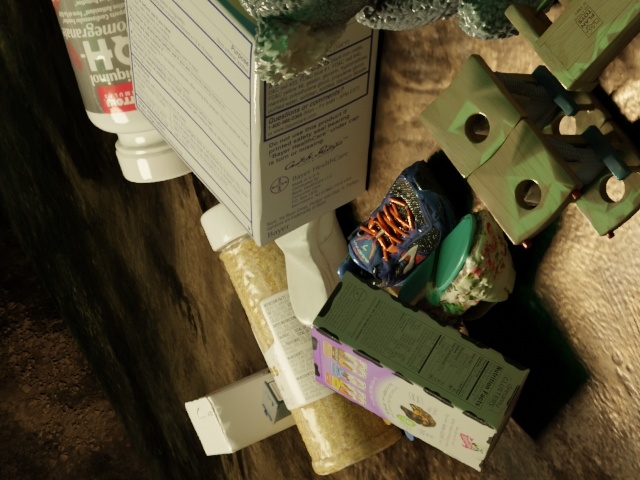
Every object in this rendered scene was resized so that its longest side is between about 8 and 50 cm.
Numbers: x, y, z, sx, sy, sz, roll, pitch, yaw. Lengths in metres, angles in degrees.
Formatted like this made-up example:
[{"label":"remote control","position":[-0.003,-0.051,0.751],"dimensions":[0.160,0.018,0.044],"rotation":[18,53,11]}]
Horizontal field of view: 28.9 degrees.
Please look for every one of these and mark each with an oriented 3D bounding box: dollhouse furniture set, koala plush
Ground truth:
[{"label":"dollhouse furniture set","position":[0.194,-0.102,0.865],"dimensions":[0.183,0.129,0.129],"rotation":[-50,62,33]},{"label":"koala plush","position":[0.026,-0.221,0.952],"dimensions":[0.203,0.221,0.196],"rotation":[8,119,66]}]

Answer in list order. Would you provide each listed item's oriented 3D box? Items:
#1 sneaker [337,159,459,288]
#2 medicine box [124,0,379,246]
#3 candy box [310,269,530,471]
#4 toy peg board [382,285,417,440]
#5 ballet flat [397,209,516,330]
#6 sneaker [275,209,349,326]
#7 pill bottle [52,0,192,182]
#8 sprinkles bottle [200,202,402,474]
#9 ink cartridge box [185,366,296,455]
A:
[{"label":"sneaker","position":[0.075,-0.001,1.241],"dimensions":[0.083,0.087,0.221],"rotation":[58,157,20]},{"label":"medicine box","position":[-0.077,-0.193,1.296],"dimensions":[0.263,0.149,0.289],"rotation":[47,151,31]},{"label":"candy box","position":[0.092,0.130,1.200],"dimensions":[0.196,0.070,0.165],"rotation":[28,160,12]},{"label":"toy peg board","position":[0.080,0.145,1.385],"dimensions":[0.160,0.079,0.161],"rotation":[48,152,40]},{"label":"ballet flat","position":[0.137,0.034,1.156],"dimensions":[0.241,0.077,0.091],"rotation":[127,161,-70]},{"label":"sneaker","position":[0.000,0.000,1.445],"dimensions":[0.080,0.094,0.212],"rotation":[-18,73,37]},{"label":"pill bottle","position":[-0.234,-0.245,1.599],"dimensions":[0.176,0.176,0.318],"rotation":[27,136,58]},{"label":"sprinkles bottle","position":[-0.023,0.105,1.530],"dimensions":[0.355,0.121,0.121],"rotation":[65,158,3]},{"label":"ink cartridge box","position":[-0.066,0.209,1.636],"dimensions":[0.082,0.191,0.139],"rotation":[66,159,2]}]
